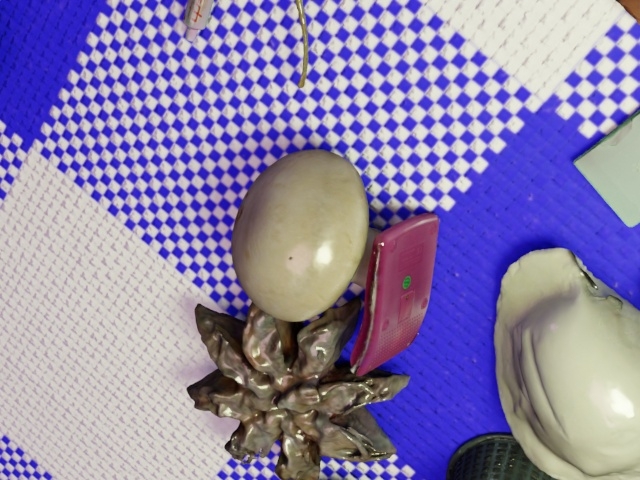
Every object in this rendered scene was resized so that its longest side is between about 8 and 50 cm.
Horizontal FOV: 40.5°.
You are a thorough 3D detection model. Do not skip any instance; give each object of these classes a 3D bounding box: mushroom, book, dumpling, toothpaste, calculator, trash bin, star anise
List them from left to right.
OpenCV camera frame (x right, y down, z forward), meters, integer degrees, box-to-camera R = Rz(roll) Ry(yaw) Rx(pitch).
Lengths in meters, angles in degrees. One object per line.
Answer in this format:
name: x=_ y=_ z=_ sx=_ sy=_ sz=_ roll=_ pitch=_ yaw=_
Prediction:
toothpaste: x=-0.131 y=-0.316 z=1.021 sx=0.045 sy=0.028 sz=0.170 roll=23 pitch=114 yaw=4
star anise: x=-0.043 y=0.194 z=1.146 sx=0.331 sy=0.117 sz=0.332 roll=5 pitch=111 yaw=14
mushroom: x=0.000 y=0.000 z=1.028 sx=0.204 sy=0.204 sz=0.204 roll=8 pitch=114 yaw=19
calculator: x=0.092 y=0.064 z=1.032 sx=0.034 sy=0.126 sz=0.191 roll=26 pitch=121 yaw=33
trash bin: x=0.223 y=0.358 z=1.084 sx=0.175 sy=0.161 sz=0.176 roll=9 pitch=116 yaw=19
dumpling: x=0.293 y=0.156 z=0.994 sx=0.175 sy=0.243 sz=0.227 roll=16 pitch=146 yaw=-28
book: x=0.356 y=-0.088 z=0.926 sx=0.103 sy=0.017 sz=0.135 roll=49 pitch=119 yaw=0

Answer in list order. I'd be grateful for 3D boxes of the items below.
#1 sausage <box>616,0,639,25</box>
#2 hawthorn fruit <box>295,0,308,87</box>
sausage: x=0.411 y=-0.165 z=0.842 sx=0.304 sy=0.078 sz=0.078 roll=45 pitch=120 yaw=1
hawthorn fruit: x=-0.041 y=-0.302 z=0.932 sx=0.165 sy=0.165 sz=0.286 roll=-13 pitch=116 yaw=26
